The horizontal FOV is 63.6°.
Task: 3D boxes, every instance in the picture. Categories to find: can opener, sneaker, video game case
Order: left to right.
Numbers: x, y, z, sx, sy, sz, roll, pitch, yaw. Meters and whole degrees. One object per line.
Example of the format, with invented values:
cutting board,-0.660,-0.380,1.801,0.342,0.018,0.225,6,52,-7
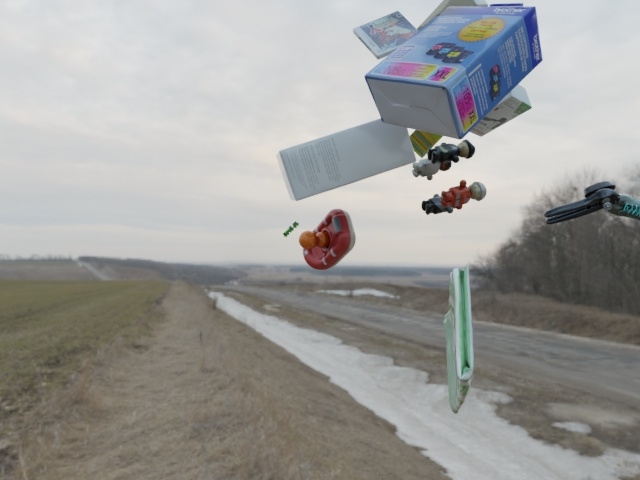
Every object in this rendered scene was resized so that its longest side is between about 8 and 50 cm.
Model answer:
video game case,0.250,-0.762,1.907,0.201,0.184,0.023,-26,-30,-12
can opener,0.671,-0.086,1.327,0.186,0.059,0.073,-27,25,17
sneaker,0.836,-0.081,1.357,0.166,0.065,0.076,14,9,2

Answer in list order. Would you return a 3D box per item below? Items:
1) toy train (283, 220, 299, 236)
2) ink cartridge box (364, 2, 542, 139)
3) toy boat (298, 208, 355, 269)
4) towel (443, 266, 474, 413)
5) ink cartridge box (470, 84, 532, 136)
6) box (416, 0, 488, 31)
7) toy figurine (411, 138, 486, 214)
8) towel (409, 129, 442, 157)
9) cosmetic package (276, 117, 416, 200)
toy train,-0.122,-0.047,2.110,0.023,0.083,0.017,38,12,-48
ink cartridge box,0.345,-0.440,1.265,0.395,0.151,0.270,-42,40,-18
toy boat,0.000,0.000,1.644,0.151,0.151,0.231,2,-30,-29
towel,0.302,0.230,1.146,0.038,0.248,0.325,-1,-28,9
ink cartridge box,0.597,-0.459,1.795,0.152,0.087,0.208,6,-25,-42
box,0.465,-0.801,1.888,0.094,0.113,0.275,-22,-9,-43
toy figurine,0.400,-0.192,1.609,0.148,0.213,0.209,-14,-8,-14
towel,0.445,-0.440,2.015,0.102,0.237,0.021,39,17,-15
cosmetic package,0.069,-0.239,1.506,0.365,0.155,0.197,-20,7,-7
